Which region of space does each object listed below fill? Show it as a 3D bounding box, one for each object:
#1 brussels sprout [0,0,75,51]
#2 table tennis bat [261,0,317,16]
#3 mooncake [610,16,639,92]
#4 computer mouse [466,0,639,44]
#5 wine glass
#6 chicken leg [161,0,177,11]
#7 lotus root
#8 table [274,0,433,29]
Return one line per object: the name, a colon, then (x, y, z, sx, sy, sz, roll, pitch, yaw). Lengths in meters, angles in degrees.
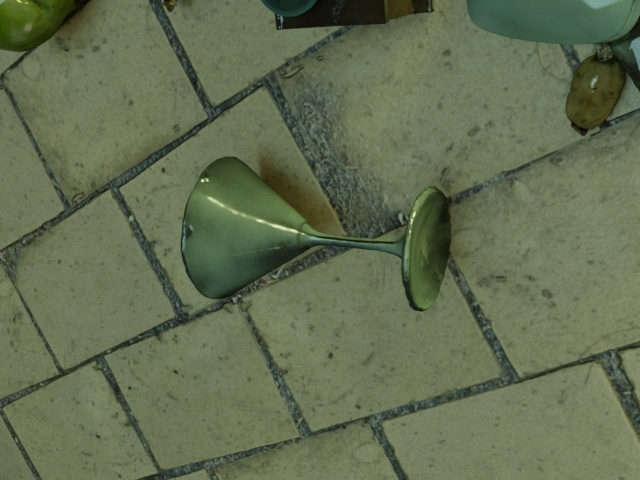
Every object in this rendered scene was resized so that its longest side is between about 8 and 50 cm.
brussels sprout: (-0.610, -0.506, 1.666, 0.317, 0.243, 0.273, 17, 110, 31)
table tennis bat: (-0.022, -0.403, 1.245, 0.201, 0.033, 0.124, -17, 100, 41)
mooncake: (0.473, -0.258, 1.163, 0.130, 0.073, 0.125, -29, 88, 37)
computer mouse: (0.310, -0.354, 1.186, 0.288, 0.097, 0.159, 20, 117, 39)
wine glass: (0.000, 0.000, 1.472, 0.406, 0.267, 0.267, 7, 112, 26)
chicken leg: (-0.237, -0.471, 1.537, 0.207, 0.085, 0.101, 8, 70, 23)
lotus root: (0.395, -0.219, 1.237, 0.072, 0.063, 0.152, 28, 126, 33)
table: (0.047, -0.422, 1.316, 0.193, 0.169, 0.172, 6, 112, 32)
